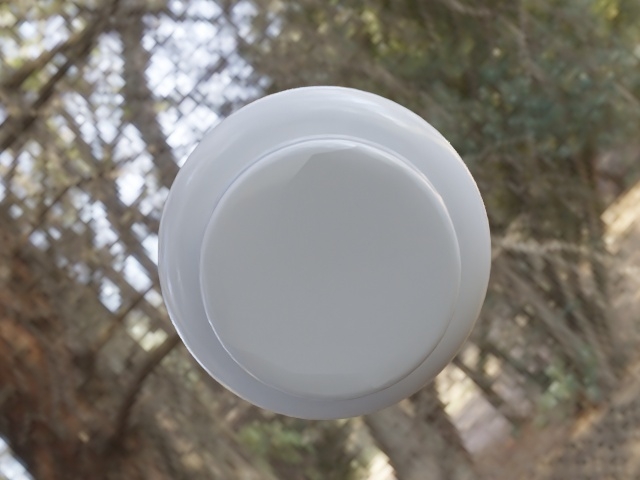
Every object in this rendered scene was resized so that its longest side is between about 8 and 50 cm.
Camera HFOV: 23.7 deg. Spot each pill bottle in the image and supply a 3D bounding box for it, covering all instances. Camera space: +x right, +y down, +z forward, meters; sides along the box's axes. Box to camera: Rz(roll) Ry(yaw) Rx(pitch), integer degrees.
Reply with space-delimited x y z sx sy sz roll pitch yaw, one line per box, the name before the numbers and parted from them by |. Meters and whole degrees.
pill bottle | 0.000 0.000 0.583 0.117 0.117 0.215 -48 5 3
